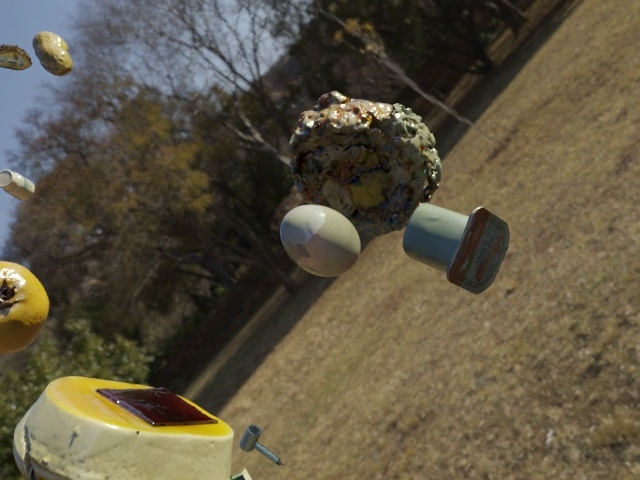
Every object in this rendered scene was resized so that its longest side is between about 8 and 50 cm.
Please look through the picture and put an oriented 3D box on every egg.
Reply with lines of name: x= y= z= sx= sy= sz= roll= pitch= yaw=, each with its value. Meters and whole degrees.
egg: x=0.000 y=0.000 z=1.211 sx=0.103 sy=0.135 sz=0.103 roll=-43 pitch=29 yaw=32

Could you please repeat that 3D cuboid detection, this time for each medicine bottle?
medicine bottle: x=-0.711 y=-0.130 z=1.835 sx=0.052 sy=0.052 sz=0.089 roll=-54 pitch=-20 yaw=-6

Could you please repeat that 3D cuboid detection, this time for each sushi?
sushi: x=0.111 y=-0.186 z=2.043 sx=0.417 sy=0.418 sz=0.175 roll=-50 pitch=11 yaw=42

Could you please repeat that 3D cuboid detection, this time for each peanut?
peanut: x=-0.647 y=-0.454 z=1.912 sx=0.080 sy=0.174 sz=0.080 roll=-21 pitch=-41 yaw=-20

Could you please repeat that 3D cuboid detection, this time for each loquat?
loquat: x=-0.709 y=0.150 z=1.748 sx=0.208 sy=0.208 sz=0.208 roll=-53 pitch=4 yaw=5

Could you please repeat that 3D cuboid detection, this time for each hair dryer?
hair dryer: x=-0.135 y=0.503 z=1.899 sx=0.038 sy=0.124 sz=0.063 roll=-32 pitch=-28 yaw=-57

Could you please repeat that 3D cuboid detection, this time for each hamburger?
hamburger: x=-0.251 y=0.279 z=1.026 sx=0.227 sy=0.295 sz=0.151 roll=26 pitch=97 yaw=46

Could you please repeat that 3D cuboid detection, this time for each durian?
durian: x=-0.853 y=-0.509 z=2.173 sx=0.052 sy=0.130 sz=0.066 roll=-75 pitch=-5 yaw=-67

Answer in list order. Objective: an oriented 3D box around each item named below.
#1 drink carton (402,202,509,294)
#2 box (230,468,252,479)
drink carton: x=0.309 y=0.011 z=1.851 sx=0.190 sy=0.191 sz=0.185 roll=17 pitch=86 yaw=44
box: x=-0.213 y=0.561 z=1.540 sx=0.235 sy=0.132 sz=0.034 roll=-32 pitch=0 yaw=7
